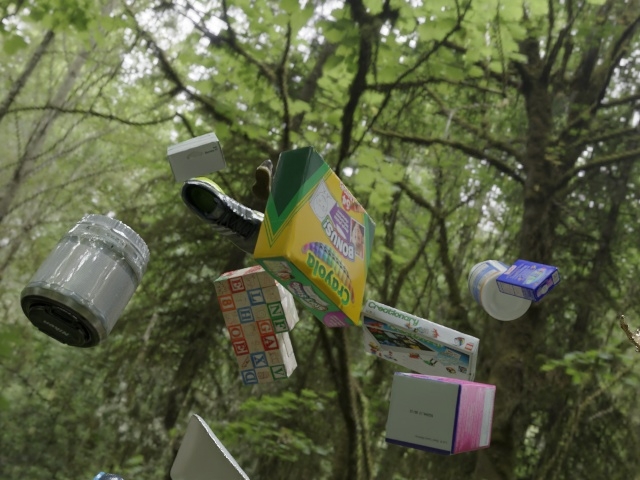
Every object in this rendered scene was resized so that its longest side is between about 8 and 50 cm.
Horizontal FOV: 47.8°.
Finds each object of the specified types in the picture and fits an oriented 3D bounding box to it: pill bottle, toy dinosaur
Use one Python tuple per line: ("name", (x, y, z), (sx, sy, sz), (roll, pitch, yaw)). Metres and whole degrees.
("pill bottle", (0.545, 0.145, 2.246), (0.152, 0.152, 0.272), (22, 7, -4))
("toy dinosaur", (0.771, 0.255, 1.706), (0.183, 0.053, 0.092), (45, 17, 20))

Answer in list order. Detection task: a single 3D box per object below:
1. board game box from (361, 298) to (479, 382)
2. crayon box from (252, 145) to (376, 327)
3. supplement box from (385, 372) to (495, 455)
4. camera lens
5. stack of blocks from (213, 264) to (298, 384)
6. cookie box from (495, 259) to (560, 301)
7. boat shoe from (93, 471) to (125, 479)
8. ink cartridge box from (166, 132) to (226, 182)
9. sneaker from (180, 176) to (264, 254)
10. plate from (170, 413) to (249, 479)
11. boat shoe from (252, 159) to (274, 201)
("board game box", (0.257, 0.276, 1.891), (0.305, 0.053, 0.193), (19, -35, 21))
("crayon box", (0.000, 0.000, 1.809), (0.106, 0.313, 0.363), (-9, -36, 30))
("supplement box", (0.205, 0.285, 1.195), (0.111, 0.114, 0.220), (4, -10, 28))
("camera lens", (-0.561, 0.102, 1.732), (0.219, 0.274, 0.219), (14, -38, 12))
("stack of blocks", (-0.152, 0.220, 1.912), (0.171, 0.297, 0.087), (-12, 10, 18))
("cookie box", (0.471, 0.090, 1.638), (0.107, 0.092, 0.040), (16, -46, 52))
("boat shoe", (-0.265, 0.412, 0.852), (0.089, 0.258, 0.109), (8, -22, 7))
("ink cartridge box", (-0.361, -0.241, 2.085), (0.153, 0.087, 0.208), (-18, 17, -6))
("sneaker", (-0.227, -0.052, 1.773), (0.300, 0.111, 0.121), (31, 5, 3))
("plate", (-0.304, 0.665, 2.021), (0.045, 0.277, 0.278), (-11, 44, -45))
("boat shoe", (-0.144, -0.156, 1.900), (0.056, 0.049, 0.152), (30, -28, 3))
